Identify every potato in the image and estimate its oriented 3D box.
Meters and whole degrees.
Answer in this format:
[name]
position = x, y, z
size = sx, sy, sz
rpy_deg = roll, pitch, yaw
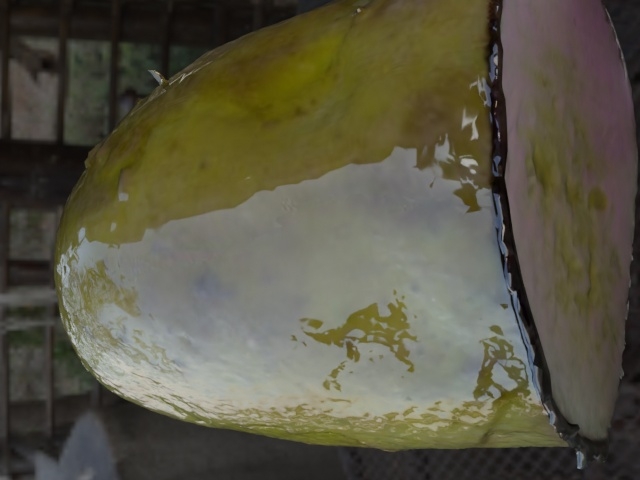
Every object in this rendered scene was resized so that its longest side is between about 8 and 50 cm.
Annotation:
[potato]
position = 0.000, 0.000, 0.574
size = 0.266, 0.229, 0.229
rpy_deg = -9, 79, 26
